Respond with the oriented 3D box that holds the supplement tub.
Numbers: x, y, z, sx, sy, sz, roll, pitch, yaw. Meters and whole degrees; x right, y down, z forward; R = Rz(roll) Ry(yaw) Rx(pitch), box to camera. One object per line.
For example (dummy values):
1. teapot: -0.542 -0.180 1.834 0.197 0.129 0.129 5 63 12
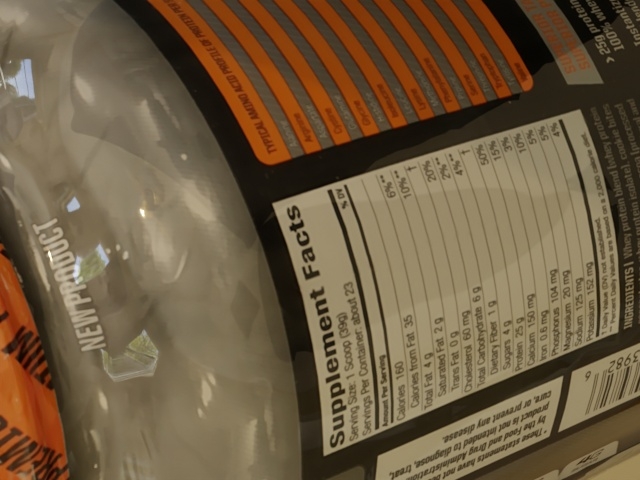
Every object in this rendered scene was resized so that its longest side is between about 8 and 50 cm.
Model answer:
1. supplement tub: 0.000 0.000 0.458 0.316 0.193 0.193 -17 61 -34
